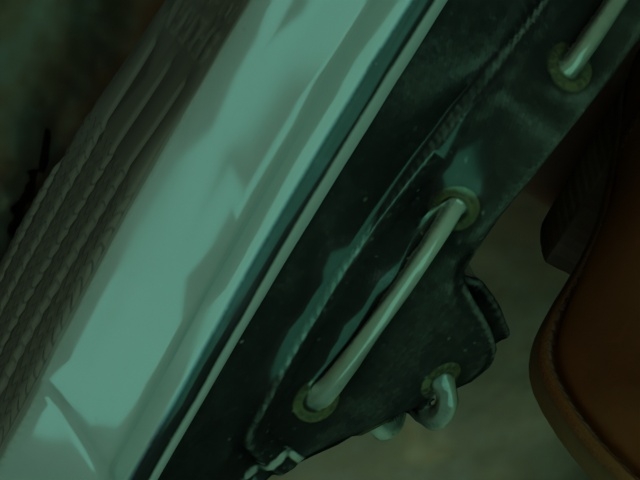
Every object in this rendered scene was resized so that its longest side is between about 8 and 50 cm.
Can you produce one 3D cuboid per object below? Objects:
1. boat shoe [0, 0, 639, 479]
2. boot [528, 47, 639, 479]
[{"bbox_3d":[0.000,0.000,0.423,0.119,0.121,0.335,28,105,-20],"label":"boat shoe"},{"bbox_3d":[0.116,-0.020,0.399,0.073,0.197,0.152,25,116,-18],"label":"boot"}]
